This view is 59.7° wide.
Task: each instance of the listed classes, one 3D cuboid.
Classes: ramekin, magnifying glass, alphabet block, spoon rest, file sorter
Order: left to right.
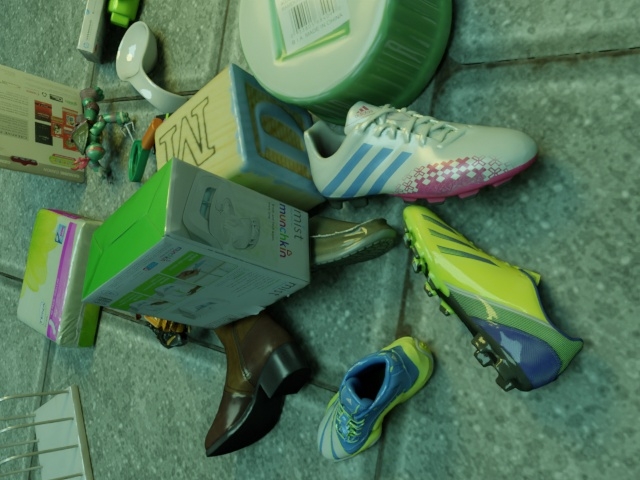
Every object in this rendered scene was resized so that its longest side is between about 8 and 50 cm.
[{"bbox_3d":[-0.655,0.502,1.261,0.193,0.173,0.277,-34,65,31],"label":"file sorter"},{"bbox_3d":[-0.387,-0.379,1.224,0.137,0.084,0.276,-50,58,22],"label":"spoon rest"},{"bbox_3d":[-0.370,-0.192,1.173,0.231,0.026,0.092,-31,58,57],"label":"magnifying glass"},{"bbox_3d":[-0.132,-0.126,0.910,0.197,0.192,0.193,-29,57,31],"label":"alphabet block"},{"bbox_3d":[0.022,-0.328,0.821,0.304,0.148,0.303,3,95,35],"label":"ramekin"}]

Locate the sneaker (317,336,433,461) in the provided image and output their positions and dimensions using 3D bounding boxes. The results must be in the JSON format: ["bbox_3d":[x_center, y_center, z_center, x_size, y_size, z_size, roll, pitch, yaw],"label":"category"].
[{"bbox_3d":[0.046,0.223,0.773,0.091,0.126,0.240,47,112,33],"label":"sneaker"}]

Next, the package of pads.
[{"bbox_3d":[-0.611,0.082,1.327,0.229,0.101,0.296,13,92,38],"label":"package of pads"}]

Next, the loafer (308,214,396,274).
[{"bbox_3d":[0.000,0.000,0.860,0.251,0.094,0.087,-16,79,36],"label":"loafer"}]

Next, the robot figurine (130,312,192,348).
[{"bbox_3d":[-0.313,0.082,1.082,0.291,0.085,0.210,25,100,49],"label":"robot figurine"}]

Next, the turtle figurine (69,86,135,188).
[{"bbox_3d":[-0.516,-0.243,1.294,0.175,0.118,0.234,-46,53,24],"label":"turtle figurine"}]

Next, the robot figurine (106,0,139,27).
[{"bbox_3d":[-0.465,-0.568,1.320,0.101,0.067,0.115,-152,75,-68],"label":"robot figurine"}]

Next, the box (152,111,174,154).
[{"bbox_3d":[-0.307,-0.217,1.158,0.062,0.052,0.083,1,86,38],"label":"box"}]

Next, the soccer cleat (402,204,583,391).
[{"bbox_3d":[0.206,0.054,0.712,0.121,0.093,0.289,-31,57,-2],"label":"soccer cleat"}]

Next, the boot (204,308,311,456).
[{"bbox_3d":[-0.165,0.195,0.968,0.280,0.096,0.264,51,121,35],"label":"boot"}]

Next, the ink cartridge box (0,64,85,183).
[{"bbox_3d":[-0.746,-0.266,1.347,0.130,0.310,0.271,-21,71,35],"label":"ink cartridge box"}]

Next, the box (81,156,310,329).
[{"bbox_3d":[-0.182,0.027,0.823,0.262,0.231,0.126,-30,52,42],"label":"box"}]

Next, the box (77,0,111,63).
[{"bbox_3d":[-0.537,-0.533,1.345,0.145,0.038,0.186,-152,74,-74],"label":"box"}]

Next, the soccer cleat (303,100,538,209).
[{"bbox_3d":[0.111,-0.125,0.749,0.331,0.116,0.143,-4,118,39],"label":"soccer cleat"}]
